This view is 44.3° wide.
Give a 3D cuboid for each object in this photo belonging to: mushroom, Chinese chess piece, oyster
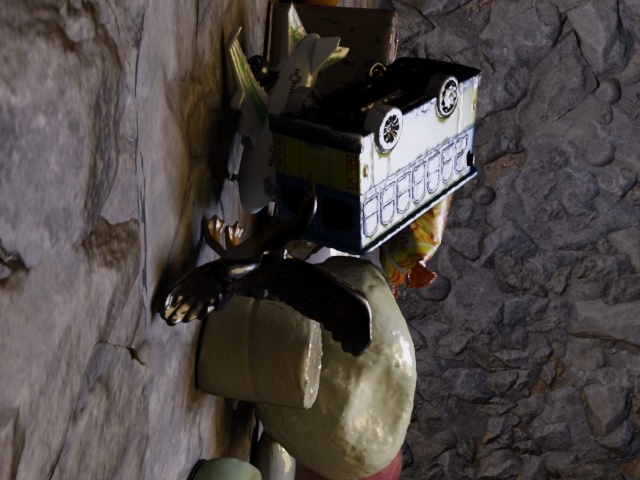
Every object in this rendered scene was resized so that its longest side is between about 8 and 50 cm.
[{"bbox_3d":[-0.091,0.494,1.421,0.109,0.097,0.351,56,37,-84],"label":"mushroom"},{"bbox_3d":[-0.128,0.375,1.008,0.188,0.083,0.188,8,90,-81],"label":"Chinese chess piece"},{"bbox_3d":[-0.025,-0.011,1.253,0.191,0.163,0.081,-126,-161,-61],"label":"oyster"}]

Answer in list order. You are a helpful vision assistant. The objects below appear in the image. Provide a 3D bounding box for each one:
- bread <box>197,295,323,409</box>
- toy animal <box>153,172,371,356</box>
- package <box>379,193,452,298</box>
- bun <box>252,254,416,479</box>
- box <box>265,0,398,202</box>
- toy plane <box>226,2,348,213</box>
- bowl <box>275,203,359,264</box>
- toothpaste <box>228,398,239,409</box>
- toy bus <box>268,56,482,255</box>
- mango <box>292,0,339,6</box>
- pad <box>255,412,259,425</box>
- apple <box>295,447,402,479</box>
[{"bbox_3d":[-0.071,0.142,1.007,0.148,0.141,0.133,-14,112,-84],"label":"bread"},{"bbox_3d":[-0.072,0.013,0.869,0.273,0.160,0.197,8,97,-46],"label":"toy animal"},{"bbox_3d":[0.144,-0.056,1.220,0.223,0.109,0.287,97,8,-75],"label":"package"},{"bbox_3d":[-0.002,0.200,1.241,0.352,0.228,0.348,144,-55,-71],"label":"bun"},{"bbox_3d":[0.017,-0.199,1.231,0.225,0.191,0.296,-41,137,-82],"label":"box"},{"bbox_3d":[-0.051,-0.155,0.992,0.251,0.101,0.255,27,84,-45],"label":"toy plane"},{"bbox_3d":[0.000,0.000,1.476,0.287,0.144,0.286,6,90,-82],"label":"bowl"},{"bbox_3d":[-0.123,0.181,1.127,0.037,0.021,0.139,-86,178,-71],"label":"toothpaste"},{"bbox_3d":[0.077,-0.118,0.978,0.288,0.138,0.175,-33,131,-43],"label":"toy bus"},{"bbox_3d":[-0.014,-0.404,1.209,0.184,0.085,0.102,-9,93,-78],"label":"mango"},{"bbox_3d":[-0.106,0.248,1.408,0.157,0.003,0.112,89,10,-47],"label":"pad"},{"bbox_3d":[0.022,0.403,1.635,0.345,0.270,0.344,-14,90,-84],"label":"apple"}]
